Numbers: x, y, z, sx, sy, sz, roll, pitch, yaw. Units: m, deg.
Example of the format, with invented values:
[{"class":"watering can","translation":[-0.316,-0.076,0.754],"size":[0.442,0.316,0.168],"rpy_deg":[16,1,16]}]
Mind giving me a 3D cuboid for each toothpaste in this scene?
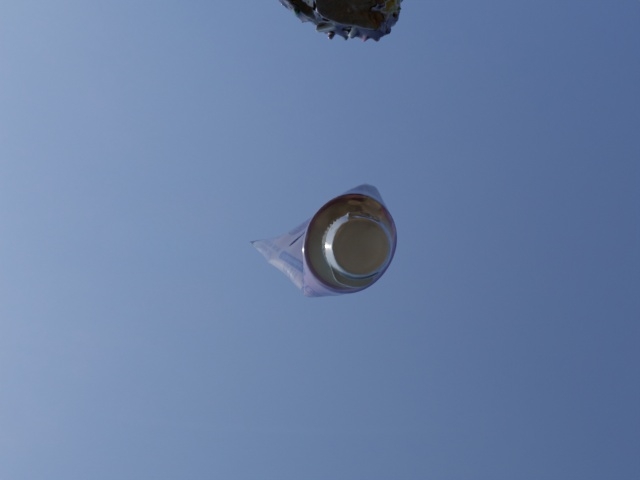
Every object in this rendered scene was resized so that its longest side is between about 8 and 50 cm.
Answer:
[{"class":"toothpaste","translation":[0.000,0.000,0.514],"size":[0.075,0.301,0.048],"rpy_deg":[-31,-85,-5]}]

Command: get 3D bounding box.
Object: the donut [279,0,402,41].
[{"class":"donut","translation":[0.032,-0.274,0.590],"size":[0.216,0.096,0.230],"rpy_deg":[37,-52,6]}]
